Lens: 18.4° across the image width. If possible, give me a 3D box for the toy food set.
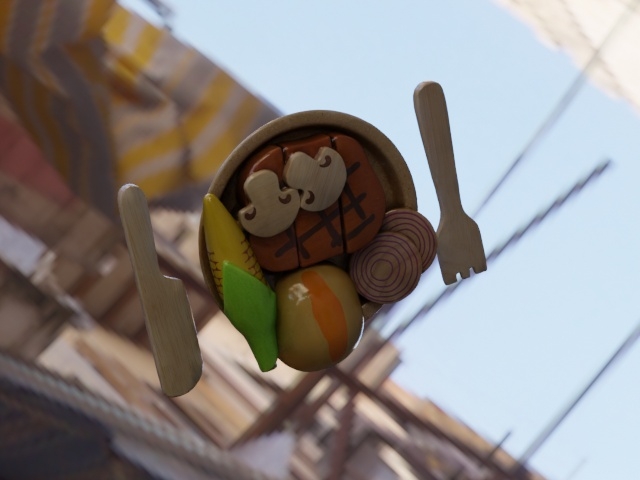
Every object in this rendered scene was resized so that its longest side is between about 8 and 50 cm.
[{"bbox_3d":[0.000,0.000,0.998,0.192,0.038,0.132,-22,-68,-20],"label":"toy food set"}]
